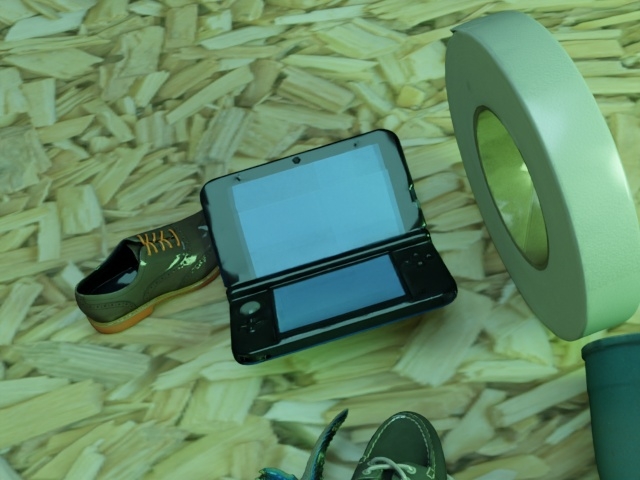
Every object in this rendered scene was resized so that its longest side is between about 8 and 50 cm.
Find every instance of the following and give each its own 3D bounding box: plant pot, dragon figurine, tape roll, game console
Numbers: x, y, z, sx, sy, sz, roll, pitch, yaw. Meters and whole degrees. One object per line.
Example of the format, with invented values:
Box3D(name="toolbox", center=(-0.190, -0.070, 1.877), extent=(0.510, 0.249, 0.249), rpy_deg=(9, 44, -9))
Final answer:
Box3D(name="plant pot", center=(0.410, 0.241, 0.942), extent=(0.271, 0.272, 0.255), rpy_deg=(1, 74, 11))
Box3D(name="dragon figurine", center=(-0.029, 0.340, 1.051), extent=(0.289, 0.085, 0.144), rpy_deg=(-43, 61, -15))
Box3D(name="tape roll", center=(0.250, -0.074, 1.075), extent=(0.072, 0.392, 0.392), rpy_deg=(-20, 57, -2))
Box3D(name="game console", center=(0.000, 0.000, 1.194), extent=(0.293, 0.173, 0.250), rpy_deg=(-18, 23, 0))

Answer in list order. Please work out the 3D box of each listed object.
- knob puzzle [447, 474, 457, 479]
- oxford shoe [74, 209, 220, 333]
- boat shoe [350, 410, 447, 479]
Box3D(name="knob puzzle", center=(0.133, 0.359, 1.042), extent=(0.213, 0.030, 0.213), rpy_deg=(-5, 58, 8))
Box3D(name="oxford shoe", center=(-0.216, 0.024, 1.273), extent=(0.271, 0.098, 0.097), rpy_deg=(-38, 60, -13))
Box3D(name="boat shoe", center=(0.068, 0.326, 1.005), extent=(0.112, 0.096, 0.335), rpy_deg=(3, 53, 22))
